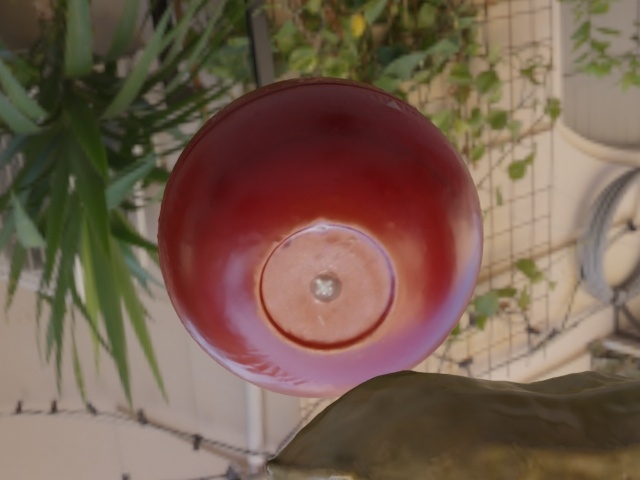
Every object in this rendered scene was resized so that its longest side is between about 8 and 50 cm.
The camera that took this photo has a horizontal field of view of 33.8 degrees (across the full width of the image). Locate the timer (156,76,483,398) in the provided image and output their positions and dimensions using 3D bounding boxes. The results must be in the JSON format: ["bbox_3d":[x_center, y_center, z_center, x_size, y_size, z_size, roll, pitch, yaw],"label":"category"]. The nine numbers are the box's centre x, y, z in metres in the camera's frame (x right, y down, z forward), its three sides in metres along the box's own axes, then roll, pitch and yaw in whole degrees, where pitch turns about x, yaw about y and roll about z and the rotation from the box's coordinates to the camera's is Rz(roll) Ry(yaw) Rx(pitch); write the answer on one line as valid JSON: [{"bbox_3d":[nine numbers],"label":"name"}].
[{"bbox_3d":[0.000,0.000,1.231,0.378,0.378,0.279,-6,-158,-4],"label":"timer"}]

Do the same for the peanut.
[{"bbox_3d":[0.140,0.158,0.682,0.340,0.158,0.174,8,-150,-27],"label":"peanut"}]
